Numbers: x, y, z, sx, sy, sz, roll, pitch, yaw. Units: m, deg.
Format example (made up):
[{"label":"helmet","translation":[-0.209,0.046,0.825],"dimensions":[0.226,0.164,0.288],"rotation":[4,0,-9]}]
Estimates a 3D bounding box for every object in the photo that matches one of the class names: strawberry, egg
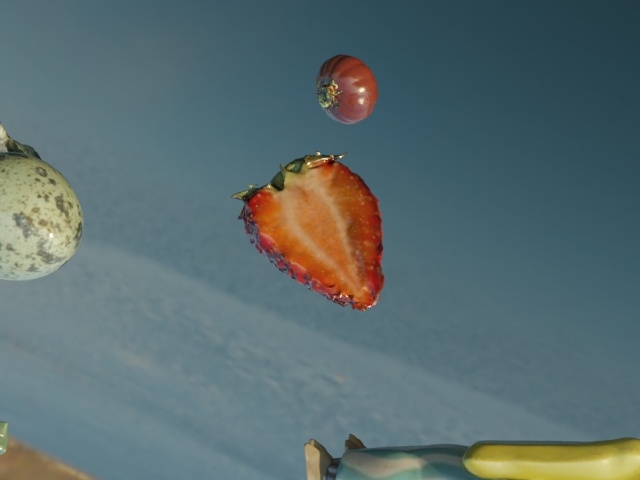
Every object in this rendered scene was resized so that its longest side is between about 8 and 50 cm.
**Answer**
[{"label":"strawberry","translation":[0.015,-0.005,1.785],"dimensions":[0.228,0.174,0.098],"rotation":[41,158,20]},{"label":"egg","translation":[-0.313,-0.022,1.465],"dimensions":[0.172,0.132,0.132],"rotation":[22,169,45]}]

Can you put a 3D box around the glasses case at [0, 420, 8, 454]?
[{"label":"glasses case","translation":[-0.498,0.249,1.820],"dimensions":[0.184,0.039,0.078],"rotation":[8,163,-21]}]

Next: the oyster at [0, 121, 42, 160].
[{"label":"oyster","translation":[-0.507,-0.085,2.356],"dimensions":[0.162,0.158,0.351],"rotation":[57,170,37]}]

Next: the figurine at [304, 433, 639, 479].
[{"label":"figurine","translation":[0.175,0.377,1.387],"dimensions":[0.361,0.378,0.266],"rotation":[-4,170,25]}]

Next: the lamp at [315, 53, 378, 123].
[{"label":"lamp","translation":[0.037,-0.216,2.024],"dimensions":[0.101,0.090,0.101],"rotation":[27,128,41]}]
